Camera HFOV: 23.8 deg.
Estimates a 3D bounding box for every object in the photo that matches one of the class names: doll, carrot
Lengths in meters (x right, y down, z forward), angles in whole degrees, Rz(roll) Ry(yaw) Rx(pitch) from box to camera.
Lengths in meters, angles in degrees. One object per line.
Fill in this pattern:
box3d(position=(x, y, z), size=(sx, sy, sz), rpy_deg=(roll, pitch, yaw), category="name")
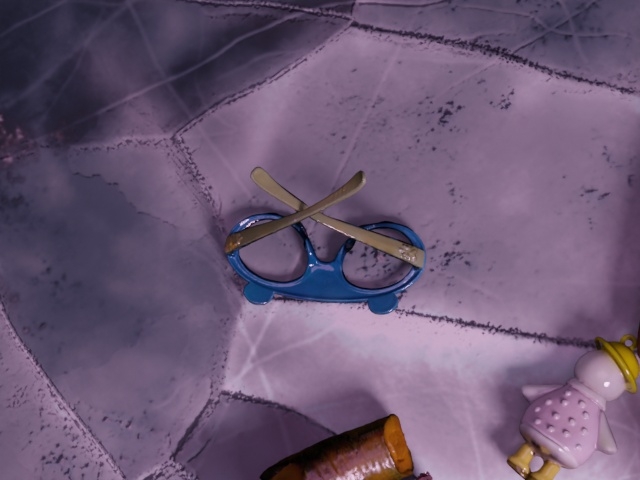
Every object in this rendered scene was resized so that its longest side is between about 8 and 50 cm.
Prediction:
box3d(position=(0.289, 0.186, 1.705), size=(0.129, 0.081, 0.207), rpy_deg=(35, 79, 25), category="doll")
box3d(position=(0.019, 0.260, 1.714), size=(0.173, 0.082, 0.082), rpy_deg=(-24, 75, 3), category="carrot")

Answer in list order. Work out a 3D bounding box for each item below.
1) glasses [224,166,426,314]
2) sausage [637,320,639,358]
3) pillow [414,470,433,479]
box3d(position=(0.006, -0.025, 1.753), size=(0.239, 0.207, 0.102), rpy_deg=(6, 41, 6), category="glasses")
box3d(position=(0.441, 0.006, 1.712), size=(0.121, 0.121, 0.304), rpy_deg=(13, 77, 9), category="sausage")
box3d(position=(0.114, 0.358, 1.701), size=(0.118, 0.043, 0.185), rpy_deg=(-28, 84, -2), category="pillow")
